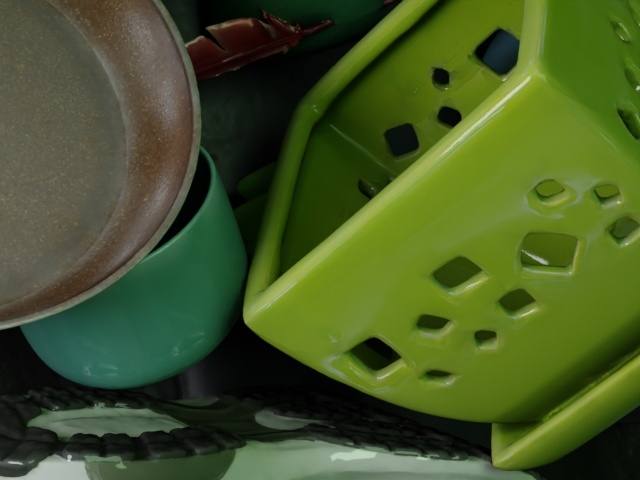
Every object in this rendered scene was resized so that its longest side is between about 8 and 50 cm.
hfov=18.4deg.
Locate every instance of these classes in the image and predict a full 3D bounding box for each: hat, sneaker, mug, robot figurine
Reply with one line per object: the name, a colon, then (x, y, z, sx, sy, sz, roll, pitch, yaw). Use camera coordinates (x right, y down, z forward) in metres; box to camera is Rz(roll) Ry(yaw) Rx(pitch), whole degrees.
hat: (-0.033, -0.115, 1.215, 0.208, 0.173, 0.183, 22, 98, -12)
sneaker: (-0.037, 0.182, 1.102, 0.410, 0.158, 0.182, 5, 99, -36)
mug: (-0.095, 0.010, 1.076, 0.158, 0.129, 0.097, -40, 131, -27)
robot figurine: (0.000, 0.000, 1.198, 0.115, 0.067, 0.101, 34, 49, -27)

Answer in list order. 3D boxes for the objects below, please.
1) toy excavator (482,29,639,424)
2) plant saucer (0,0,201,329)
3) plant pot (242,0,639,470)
toy excavator: (0.211, -0.171, 1.340, 0.445, 0.222, 0.433, 45, 53, -9)
plant saucer: (-0.215, -0.073, 0.999, 0.311, 0.050, 0.310, 10, 53, -14)
plant pot: (0.116, -0.023, 1.083, 0.207, 0.227, 0.228, 37, 33, -19)
